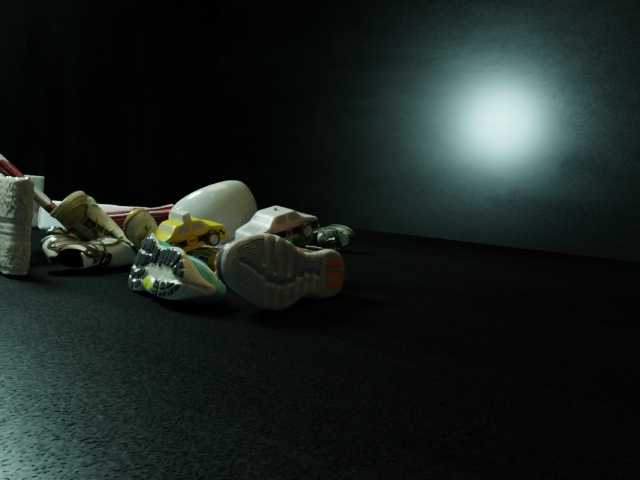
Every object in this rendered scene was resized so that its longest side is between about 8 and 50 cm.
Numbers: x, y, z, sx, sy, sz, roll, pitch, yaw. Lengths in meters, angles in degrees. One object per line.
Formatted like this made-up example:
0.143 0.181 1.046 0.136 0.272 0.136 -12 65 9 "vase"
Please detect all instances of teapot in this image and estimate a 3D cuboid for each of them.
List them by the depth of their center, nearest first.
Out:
-0.270 -0.030 1.374 0.255 0.187 0.252 -24 -8 -13 "teapot"

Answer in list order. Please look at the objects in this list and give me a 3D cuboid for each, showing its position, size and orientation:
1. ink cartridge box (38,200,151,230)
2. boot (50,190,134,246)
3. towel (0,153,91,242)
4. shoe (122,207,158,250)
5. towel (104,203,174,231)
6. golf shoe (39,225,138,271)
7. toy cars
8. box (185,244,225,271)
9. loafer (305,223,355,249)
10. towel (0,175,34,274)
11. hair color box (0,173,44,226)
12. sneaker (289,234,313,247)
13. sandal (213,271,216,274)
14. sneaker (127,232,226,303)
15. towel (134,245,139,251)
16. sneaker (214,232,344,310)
-0.640 -0.054 1.633 0.384 0.091 0.308 6 -3 -12 "ink cartridge box"
-0.502 -0.024 1.156 0.165 0.077 0.213 49 -5 -6 "boot"
-0.669 -0.087 1.247 0.329 0.037 0.237 50 -18 -24 "towel"
-0.391 -0.005 1.182 0.058 0.077 0.219 29 -23 10 "shoe"
-0.529 -0.044 1.457 0.198 0.031 0.275 -8 -11 -27 "towel"
-0.480 0.037 1.082 0.198 0.077 0.094 12 29 -37 "golf shoe"
-0.199 -0.032 1.125 0.392 0.087 0.176 -5 20 1 "toy cars"
-0.258 0.042 1.215 0.059 0.054 0.168 8 7 33 "box"
0.000 0.000 1.833 0.267 0.096 0.084 0 21 43 "loafer"
-0.641 -0.039 1.038 0.049 0.187 0.282 1 4 -44 "towel"
-1.088 -0.132 1.713 0.113 0.186 0.374 4 5 6 "hair color box"
-0.122 0.002 1.656 0.123 0.110 0.295 35 21 34 "sneaker"
-0.151 0.046 1.125 0.101 0.076 0.265 6 5 16 "sandal"
-0.263 0.061 0.917 0.109 0.107 0.275 25 -4 -38 "sneaker"
-0.511 0.014 1.462 0.148 0.027 0.110 0 6 -41 "towel"
-0.108 0.057 0.937 0.179 0.125 0.321 3 -7 34 "sneaker"
